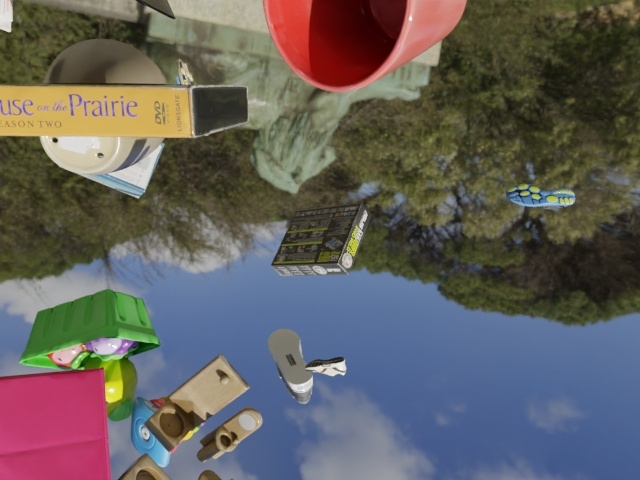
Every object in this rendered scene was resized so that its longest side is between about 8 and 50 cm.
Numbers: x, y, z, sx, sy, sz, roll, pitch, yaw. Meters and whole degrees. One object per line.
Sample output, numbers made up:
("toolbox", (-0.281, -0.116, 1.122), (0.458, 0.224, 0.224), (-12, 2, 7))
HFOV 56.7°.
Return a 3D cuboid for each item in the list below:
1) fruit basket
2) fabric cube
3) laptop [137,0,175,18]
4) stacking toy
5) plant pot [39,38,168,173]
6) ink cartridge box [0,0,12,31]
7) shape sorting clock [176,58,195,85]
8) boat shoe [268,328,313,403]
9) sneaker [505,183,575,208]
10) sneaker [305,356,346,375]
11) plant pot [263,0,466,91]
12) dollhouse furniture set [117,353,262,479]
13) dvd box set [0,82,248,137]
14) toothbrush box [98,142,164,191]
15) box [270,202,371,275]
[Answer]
("fruit basket", (-0.691, 0.373, 1.826), (0.392, 0.391, 0.283), (13, 169, 27))
("fabric cube", (-0.523, 0.380, 1.045), (0.258, 0.258, 0.254), (-1, 158, -27))
("laptop", (-0.515, -0.449, 1.020), (0.408, 0.236, 0.382), (-29, -137, -1))
("stacking toy", (-0.400, 0.522, 1.774), (0.175, 0.165, 0.302), (25, -158, 33))
("plant pot", (-0.416, -0.226, 1.095), (0.257, 0.256, 0.274), (7, -157, -11))
("ink cartridge box", (-0.774, -0.569, 1.350), (0.067, 0.115, 0.198), (-4, 175, 24))
("shape sorting clock", (-0.332, -0.375, 1.558), (0.041, 0.206, 0.206), (-15, -169, -2))
("boat shoe", (-0.092, 0.400, 1.899), (0.108, 0.102, 0.301), (-13, -149, -17))
("sneaker", (0.606, -0.113, 1.648), (0.188, 0.067, 0.078), (4, 161, -5))
("sneaker", (0.013, 0.317, 1.462), (0.109, 0.043, 0.040), (-9, -162, 24))
("plant pot", (0.088, -0.387, 0.923), (0.275, 0.274, 0.243), (15, -149, 36))
("dollhouse furniture set", (-0.144, 0.254, 0.712), (0.144, 0.123, 0.151), (49, -154, -1))
("dvd box set", (-0.330, -0.178, 0.784), (0.421, 0.062, 0.307), (1, -166, 3))
("toothbrush box", (-0.510, -0.203, 1.421), (0.217, 0.126, 0.295), (23, 174, -20))
("box", (0.000, 0.000, 1.765), (0.270, 0.216, 0.060), (-5, 142, 41))
